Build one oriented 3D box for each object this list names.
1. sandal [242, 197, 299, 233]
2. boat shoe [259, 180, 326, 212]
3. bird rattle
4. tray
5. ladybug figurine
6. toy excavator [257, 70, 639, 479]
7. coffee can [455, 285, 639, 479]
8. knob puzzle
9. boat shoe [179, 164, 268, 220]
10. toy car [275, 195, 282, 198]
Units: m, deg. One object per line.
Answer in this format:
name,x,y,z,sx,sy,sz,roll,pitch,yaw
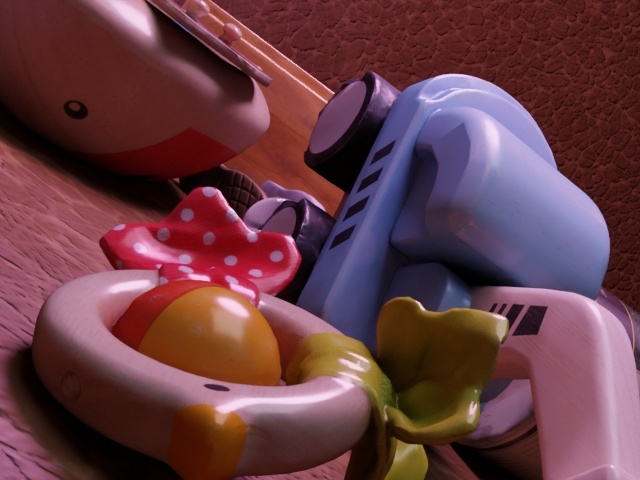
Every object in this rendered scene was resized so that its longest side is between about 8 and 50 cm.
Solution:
sandal,0.022,0.047,1.066,0.265,0.102,0.076,25,-19,-27
boat shoe,-0.019,-0.009,1.260,0.084,0.095,0.258,30,9,-22
bird rattle,-0.043,0.047,0.532,0.253,0.143,0.207,36,21,32
tray,-0.054,-0.121,1.410,0.411,0.203,0.076,36,5,-4
ladybug figurine,-0.204,-0.171,1.105,0.305,0.162,0.449,38,6,8
toy excavator,0.121,0.046,0.819,0.222,0.433,0.445,35,-22,-22
coffee can,0.273,0.167,1.043,0.275,0.201,0.201,34,6,-23
knob puzzle,-0.110,-0.209,1.023,0.213,0.030,0.213,37,6,-4
boat shoe,-0.097,-0.048,1.261,0.060,0.064,0.178,28,7,-46
toy car,0.000,0.000,1.121,0.122,0.040,0.060,24,-10,-2
